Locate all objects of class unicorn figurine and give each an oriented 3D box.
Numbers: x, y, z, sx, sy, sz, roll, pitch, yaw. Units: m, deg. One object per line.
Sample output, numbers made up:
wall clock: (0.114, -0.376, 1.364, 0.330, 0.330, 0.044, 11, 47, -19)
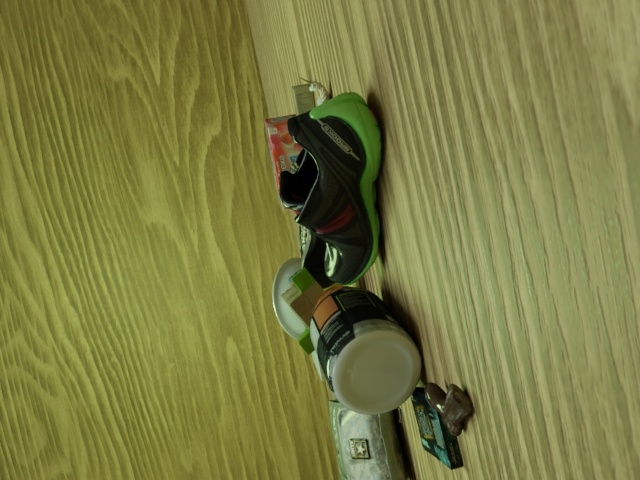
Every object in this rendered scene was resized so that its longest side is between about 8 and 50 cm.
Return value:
unicorn figurine: (0.007, -0.341, 1.542, 0.161, 0.060, 0.111, 61, 171, 3)

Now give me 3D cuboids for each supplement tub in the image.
supplement tub: (0.083, 0.219, 1.305, 0.316, 0.194, 0.193, -122, 21, -72)

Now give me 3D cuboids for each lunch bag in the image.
lunch bag: (0.131, 0.546, 1.628, 0.287, 0.169, 0.235, 137, 125, -73)

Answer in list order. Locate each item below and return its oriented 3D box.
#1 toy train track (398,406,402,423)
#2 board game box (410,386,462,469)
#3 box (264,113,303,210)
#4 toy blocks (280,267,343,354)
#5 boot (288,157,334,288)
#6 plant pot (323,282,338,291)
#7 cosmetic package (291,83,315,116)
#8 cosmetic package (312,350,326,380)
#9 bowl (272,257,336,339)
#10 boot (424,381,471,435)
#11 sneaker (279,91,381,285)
toy train track: (0.194, 0.424, 1.512, 0.048, 0.014, 0.083, -122, 20, -71)
board game box: (0.217, 0.353, 1.150, 0.186, 0.026, 0.126, 127, 130, -81)
box: (-0.097, -0.276, 2.091, 0.154, 0.142, 0.299, -119, 18, -67)
toy blocks: (0.013, 0.235, 1.731, 0.381, 0.191, 0.261, 51, 173, -11)
boot: (-0.022, -0.064, 1.879, 0.284, 0.138, 0.377, -114, 17, -54)
plant pot: (0.047, 0.180, 1.983, 0.081, 0.083, 0.081, 150, 108, -82)
cosmetic package: (-0.049, -0.411, 1.814, 0.041, 0.060, 0.115, -115, 16, -61)
cosmetic package: (0.046, 0.333, 1.974, 0.151, 0.151, 0.183, -126, 24, -71)
bowl: (-0.020, 0.197, 2.106, 0.298, 0.134, 0.297, 19, -115, -48)
boot: (0.210, 0.258, 0.991, 0.106, 0.037, 0.114, 56, 165, 35)
sneaker: (0.015, -0.091, 1.263, 0.185, 0.202, 0.482, -109, 9, -46)
